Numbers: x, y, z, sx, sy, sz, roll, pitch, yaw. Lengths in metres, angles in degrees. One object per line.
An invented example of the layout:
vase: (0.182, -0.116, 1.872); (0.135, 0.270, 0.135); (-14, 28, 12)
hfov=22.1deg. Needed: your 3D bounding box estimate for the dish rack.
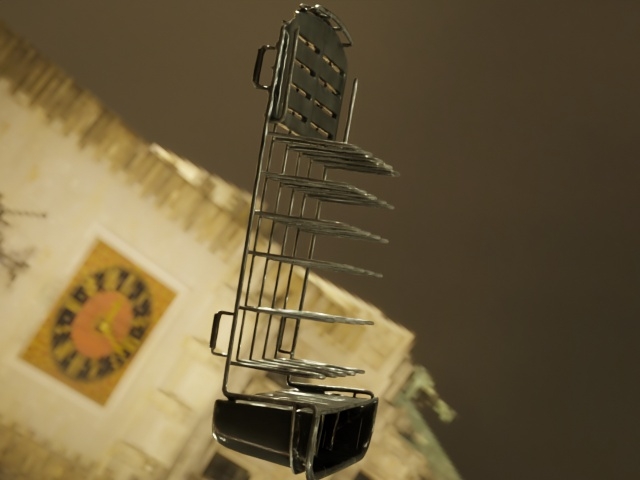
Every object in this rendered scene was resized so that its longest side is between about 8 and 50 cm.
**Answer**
dish rack: (0.000, 0.000, 0.988); (0.074, 0.208, 0.271); (9, -92, 10)
